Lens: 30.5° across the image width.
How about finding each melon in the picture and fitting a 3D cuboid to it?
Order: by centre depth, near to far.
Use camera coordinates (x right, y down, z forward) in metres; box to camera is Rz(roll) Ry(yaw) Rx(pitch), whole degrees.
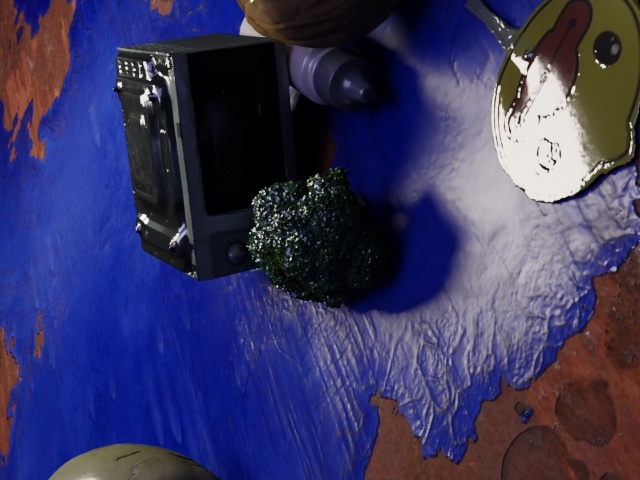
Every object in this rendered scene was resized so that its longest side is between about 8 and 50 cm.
[{"bbox_3d":[-0.250,0.409,1.586,0.330,0.268,0.268,-1,81,46],"label":"melon"}]

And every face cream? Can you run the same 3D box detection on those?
[{"bbox_3d":[-0.009,-0.236,1.539,0.311,0.092,0.092,40,116,55],"label":"face cream"}]

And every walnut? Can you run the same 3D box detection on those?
[{"bbox_3d":[0.007,-0.353,1.418,0.261,0.225,0.225,-41,32,-11],"label":"walnut"}]

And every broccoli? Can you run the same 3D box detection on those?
[{"bbox_3d":[0.000,0.000,1.420,0.195,0.156,0.195,13,118,26],"label":"broccoli"}]

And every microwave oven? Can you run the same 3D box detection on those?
[{"bbox_3d":[-0.157,-0.118,1.579,0.237,0.181,0.295,20,120,57],"label":"microwave oven"}]

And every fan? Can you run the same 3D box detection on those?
[{"bbox_3d":[0.233,-0.177,1.212,0.229,0.011,0.335,-62,38,27],"label":"fan"}]
